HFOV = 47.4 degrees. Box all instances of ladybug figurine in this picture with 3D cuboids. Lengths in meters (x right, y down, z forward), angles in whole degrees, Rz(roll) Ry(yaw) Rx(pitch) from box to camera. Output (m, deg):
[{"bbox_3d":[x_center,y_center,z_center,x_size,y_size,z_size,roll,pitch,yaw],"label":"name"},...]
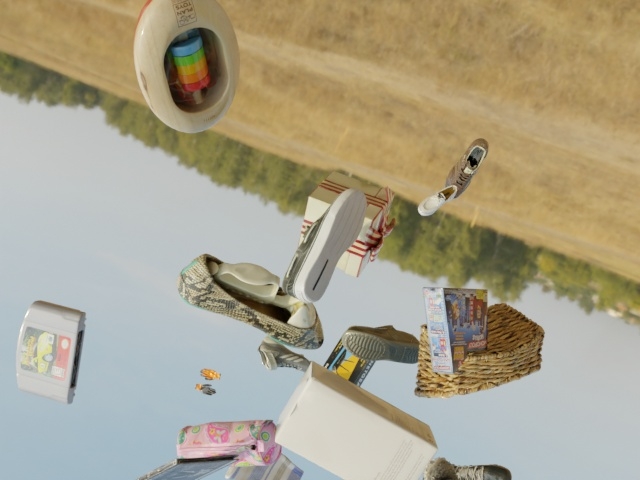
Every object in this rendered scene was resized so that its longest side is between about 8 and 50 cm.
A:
[{"bbox_3d":[-0.383,-0.513,2.032,0.305,0.449,0.162,-28,-130,-23],"label":"ladybug figurine"}]

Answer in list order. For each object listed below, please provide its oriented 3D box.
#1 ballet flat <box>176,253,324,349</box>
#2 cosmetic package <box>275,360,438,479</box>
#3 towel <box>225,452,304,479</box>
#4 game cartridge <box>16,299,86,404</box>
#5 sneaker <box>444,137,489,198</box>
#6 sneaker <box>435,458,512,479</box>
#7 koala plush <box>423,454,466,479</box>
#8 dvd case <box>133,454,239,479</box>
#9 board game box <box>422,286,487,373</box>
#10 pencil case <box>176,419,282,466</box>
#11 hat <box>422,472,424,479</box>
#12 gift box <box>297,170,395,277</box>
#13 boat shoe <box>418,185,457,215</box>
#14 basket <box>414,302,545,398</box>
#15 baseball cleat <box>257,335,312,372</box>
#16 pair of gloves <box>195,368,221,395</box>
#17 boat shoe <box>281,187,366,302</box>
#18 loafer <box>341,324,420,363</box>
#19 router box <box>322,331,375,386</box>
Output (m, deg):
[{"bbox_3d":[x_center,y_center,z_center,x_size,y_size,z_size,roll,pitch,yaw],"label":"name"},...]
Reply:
[{"bbox_3d":[-0.145,0.162,1.967,0.483,0.182,0.164,26,-142,-27],"label":"ballet flat"},{"bbox_3d":[0.088,0.488,1.849,0.365,0.197,0.155,31,-173,-3],"label":"cosmetic package"},{"bbox_3d":[-0.193,0.830,2.589,0.034,0.209,0.285,-19,121,48],"label":"towel"},{"bbox_3d":[-0.829,0.339,2.229,0.196,0.294,0.060,13,-172,14],"label":"game cartridge"},{"bbox_3d":[0.392,-0.193,1.983,0.066,0.188,0.071,28,-160,4],"label":"sneaker"},{"bbox_3d":[0.355,0.592,1.825,0.132,0.086,0.228,27,149,-27],"label":"sneaker"},{"bbox_3d":[0.193,0.467,1.190,0.221,0.203,0.196,-24,-137,-32],"label":"koala plush"},{"bbox_3d":[-0.329,0.563,1.787,0.221,0.164,0.018,19,-135,-53],"label":"dvd case"},{"bbox_3d":[0.313,0.206,1.687,0.060,0.194,0.194,-1,175,44],"label":"board game box"},{"bbox_3d":[-0.244,0.541,1.933,0.284,0.124,0.124,-9,169,26],"label":"pencil case"},{"bbox_3d":[0.216,0.799,1.996,0.134,0.331,0.331,4,180,14],"label":"hat"},{"bbox_3d":[0.097,-0.063,2.348,0.258,0.276,0.255,22,-141,12],"label":"gift box"},{"bbox_3d":[0.248,-0.087,1.531,0.035,0.100,0.035,55,157,16],"label":"boat shoe"},{"bbox_3d":[0.418,0.324,1.876,0.299,0.223,0.213,-11,-153,-26],"label":"basket"},{"bbox_3d":[-0.115,0.400,2.386,0.206,0.109,0.072,33,144,0],"label":"baseball cleat"},{"bbox_3d":[-0.372,0.468,2.413,0.074,0.083,0.010,15,177,11],"label":"pair of gloves"},{"bbox_3d":[0.000,0.000,1.869,0.119,0.335,0.121,12,152,41],"label":"boat shoe"},{"bbox_3d":[0.176,0.291,2.091,0.251,0.094,0.087,16,-151,-17],"label":"loafer"},{"bbox_3d":[0.084,0.393,2.274,0.133,0.179,0.046,28,173,38],"label":"router box"}]
